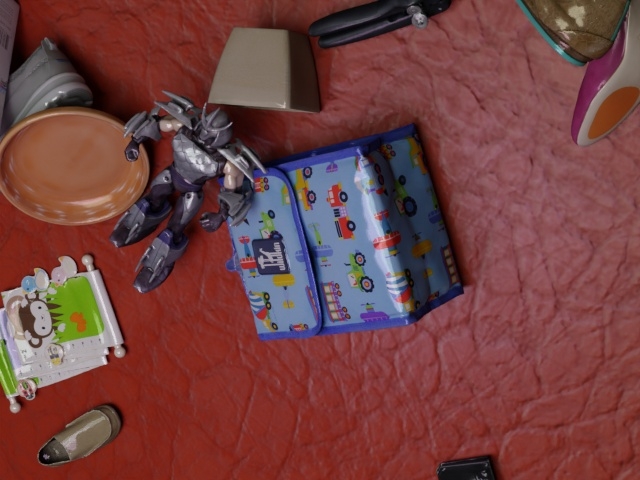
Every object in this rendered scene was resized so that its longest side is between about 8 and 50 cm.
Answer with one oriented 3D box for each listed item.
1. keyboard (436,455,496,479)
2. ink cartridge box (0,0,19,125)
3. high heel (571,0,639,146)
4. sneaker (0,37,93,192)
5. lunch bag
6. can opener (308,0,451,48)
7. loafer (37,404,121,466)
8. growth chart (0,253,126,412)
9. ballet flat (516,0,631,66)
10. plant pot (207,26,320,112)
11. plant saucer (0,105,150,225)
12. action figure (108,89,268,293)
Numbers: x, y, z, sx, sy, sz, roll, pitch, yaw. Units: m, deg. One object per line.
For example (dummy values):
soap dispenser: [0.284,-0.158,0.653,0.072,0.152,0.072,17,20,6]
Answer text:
keyboard: [0.221,0.362,1.919,0.108,0.023,0.180,-12,100,31]
ink cartridge box: [-0.513,-0.232,1.918,0.168,0.171,0.233,-11,59,24]
high heel: [0.324,-0.230,1.703,0.117,0.082,0.244,52,137,38]
sneaker: [-0.415,-0.158,2.015,0.281,0.105,0.115,-36,65,25]
lunch bag: [0.000,0.000,1.871,0.293,0.138,0.221,-12,98,38]
can opener: [0.072,-0.270,1.799,0.186,0.073,0.059,-21,134,29]
loafer: [-0.340,0.282,2.109,0.148,0.050,0.056,-37,88,26]
growth chart: [-0.380,0.125,2.102,0.237,0.021,0.172,-26,92,25]
ballet flat: [0.216,-0.342,1.663,0.342,0.116,0.124,48,114,21]
plant pot: [-0.065,-0.209,1.841,0.109,0.109,0.096,5,93,21]
plant saucer: [-0.323,-0.102,1.956,0.200,0.037,0.200,-4,135,-4]
action figure: [-0.173,-0.066,1.872,0.185,0.099,0.285,47,134,14]
